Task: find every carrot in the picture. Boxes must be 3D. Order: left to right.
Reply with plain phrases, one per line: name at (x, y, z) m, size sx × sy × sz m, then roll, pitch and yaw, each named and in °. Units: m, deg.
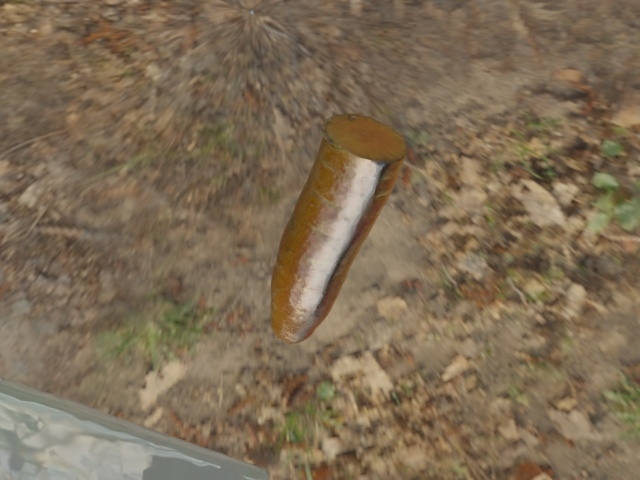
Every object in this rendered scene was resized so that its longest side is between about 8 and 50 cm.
carrot at (0.000, 0.000, 0.823) m, size 0.048 × 0.048 × 0.139 m, roll 21°, pitch 119°, yaw -5°

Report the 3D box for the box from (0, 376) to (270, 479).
box at (-0.197, 0.082, 0.263) m, size 0.365 × 0.051 × 0.204 m, roll 21°, pitch 56°, yaw -16°
